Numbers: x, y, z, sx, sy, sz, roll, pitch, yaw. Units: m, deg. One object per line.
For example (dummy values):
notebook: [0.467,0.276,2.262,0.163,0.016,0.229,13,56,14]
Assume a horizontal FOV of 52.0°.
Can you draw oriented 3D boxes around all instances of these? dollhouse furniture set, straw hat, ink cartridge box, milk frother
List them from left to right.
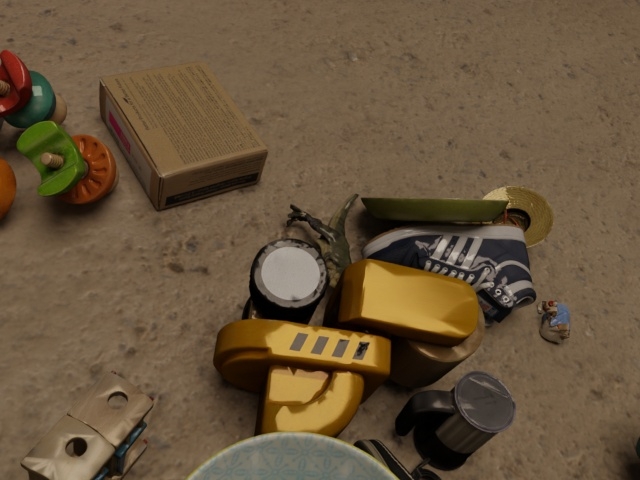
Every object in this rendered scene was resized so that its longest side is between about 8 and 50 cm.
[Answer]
dollhouse furniture set: [-0.197,0.261,0.704,0.184,0.129,0.129,31,48,7]
ink cartridge box: [-0.229,-0.180,1.084,0.193,0.088,0.234,-19,62,-31]
milk frother: [0.174,0.264,0.838,0.129,0.134,0.143,-4,54,-23]
straw hat: [0.344,-0.026,1.189,0.145,0.061,0.144,-5,57,7]

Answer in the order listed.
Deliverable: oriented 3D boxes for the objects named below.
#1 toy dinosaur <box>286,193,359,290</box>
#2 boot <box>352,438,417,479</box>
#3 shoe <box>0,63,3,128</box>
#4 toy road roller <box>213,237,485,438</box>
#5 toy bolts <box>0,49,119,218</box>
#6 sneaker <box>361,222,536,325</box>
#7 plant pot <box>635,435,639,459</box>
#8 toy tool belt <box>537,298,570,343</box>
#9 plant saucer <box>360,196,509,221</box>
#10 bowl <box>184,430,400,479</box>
toy dinosaur: [0.000,0.000,1.042,0.118,0.064,0.268,11,38,-5]
boot: [0.154,0.317,0.761,0.179,0.085,0.236,-9,47,-35]
shoe: [-0.538,-0.216,1.018,0.081,0.063,0.178,5,48,-11]
toy road roller: [0.030,0.162,0.834,0.330,0.202,0.240,10,61,-6]
toy bolts: [-0.426,-0.135,0.965,0.218,0.158,0.228,-26,81,8]
sneaker: [0.212,0.058,1.048,0.282,0.099,0.153,-3,64,-12]
plant pot: [0.566,0.340,0.855,0.272,0.271,0.255,1,37,-20]
toy tool belt: [0.395,0.126,1.091,0.052,0.051,0.083,17,48,-7]
plant saucer: [0.186,-0.050,1.079,0.241,0.241,0.037,1,92,-20]
bowl: [-0.033,0.359,0.659,0.290,0.156,0.289,6,52,-8]
